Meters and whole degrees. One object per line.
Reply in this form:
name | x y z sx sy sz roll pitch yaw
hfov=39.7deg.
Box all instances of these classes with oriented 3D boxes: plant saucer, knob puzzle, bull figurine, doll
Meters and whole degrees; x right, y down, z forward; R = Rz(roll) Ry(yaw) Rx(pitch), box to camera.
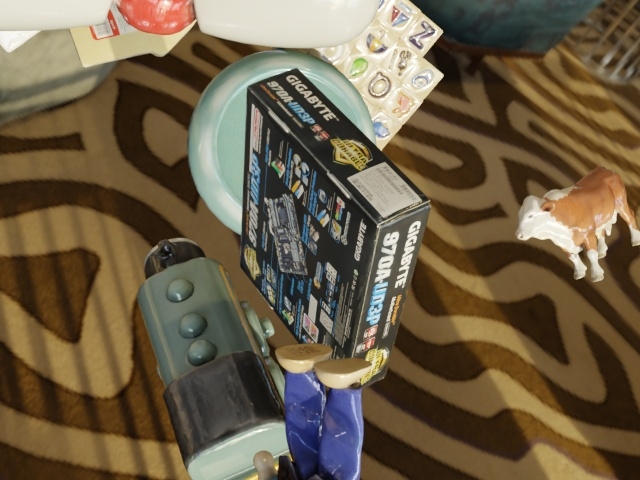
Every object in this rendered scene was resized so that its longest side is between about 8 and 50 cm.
plant saucer | -0.052 -0.149 1.421 0.317 0.317 0.044 22 -3 -17
knob puzzle | -0.229 -0.316 1.097 0.213 0.030 0.213 3 81 -18
bull figurine | 0.487 -0.034 1.653 0.310 0.101 0.188 -28 99 -38
doll | -0.006 0.167 0.601 0.046 0.189 0.129 -7 14 -43

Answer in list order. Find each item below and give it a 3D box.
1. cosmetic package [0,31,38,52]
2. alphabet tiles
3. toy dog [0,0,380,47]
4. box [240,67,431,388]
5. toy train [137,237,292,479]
cosmetic package | -0.268 -0.342 0.818 0.224 0.225 0.138 56 5 -33
alphabet tiles | 0.042 -0.275 1.529 0.285 0.342 0.011 32 17 -29
toy dog | -0.141 -0.185 0.442 0.334 0.161 0.220 -8 26 -29
box | 0.000 0.000 0.726 0.051 0.220 0.175 -23 54 -26
toy train | -0.100 0.141 0.903 0.142 0.190 0.334 -22 46 -5
